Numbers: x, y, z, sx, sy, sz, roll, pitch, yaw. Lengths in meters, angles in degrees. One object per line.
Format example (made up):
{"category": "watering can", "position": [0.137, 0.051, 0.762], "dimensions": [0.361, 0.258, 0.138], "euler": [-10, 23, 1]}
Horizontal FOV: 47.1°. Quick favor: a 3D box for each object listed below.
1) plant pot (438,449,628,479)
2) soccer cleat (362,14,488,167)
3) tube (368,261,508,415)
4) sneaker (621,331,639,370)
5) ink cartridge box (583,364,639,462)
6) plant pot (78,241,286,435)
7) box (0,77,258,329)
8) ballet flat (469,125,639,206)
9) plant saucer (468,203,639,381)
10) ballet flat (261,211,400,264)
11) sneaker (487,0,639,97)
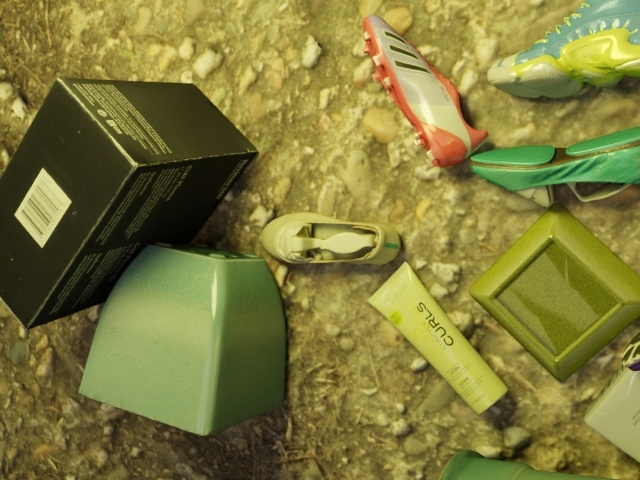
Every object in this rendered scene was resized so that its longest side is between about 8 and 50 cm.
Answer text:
{"category": "plant pot", "position": [0.343, 0.434, 0.894], "dimensions": [0.334, 0.341, 0.341], "euler": [-8, 96, 31]}
{"category": "soccer cleat", "position": [0.142, -0.219, 1.041], "dimensions": [0.095, 0.083, 0.248], "euler": [-28, 81, -2]}
{"category": "tube", "position": [0.175, 0.151, 1.097], "dimensions": [0.070, 0.062, 0.240], "euler": [-36, 74, -14]}
{"category": "sneaker", "position": [0.446, 0.126, 0.873], "dimensions": [0.170, 0.068, 0.071], "euler": [-26, 95, 27]}
{"category": "ink cartridge box", "position": [0.564, 0.203, 0.908], "dimensions": [0.330, 0.071, 0.324], "euler": [36, 113, 13]}
{"category": "plant pot", "position": [-0.198, 0.136, 1.184], "dimensions": [0.247, 0.248, 0.252], "euler": [11, 94, 24]}
{"category": "box", "position": [-0.324, -0.067, 1.159], "dimensions": [0.179, 0.312, 0.343], "euler": [47, 115, 12]}
{"category": "ballet flat", "position": [0.320, -0.087, 0.969], "dimensions": [0.247, 0.083, 0.087], "euler": [-6, 111, 29]}
{"category": "plant saucer", "position": [0.326, 0.079, 1.014], "dimensions": [0.188, 0.045, 0.188], "euler": [45, 115, 12]}
{"category": "ballet flat", "position": [0.000, 0.000, 1.140], "dimensions": [0.248, 0.086, 0.086], "euler": [-1, 99, 27]}
{"category": "sneaker", "position": [0.335, -0.257, 0.937], "dimensions": [0.240, 0.091, 0.126], "euler": [0, 81, 27]}
